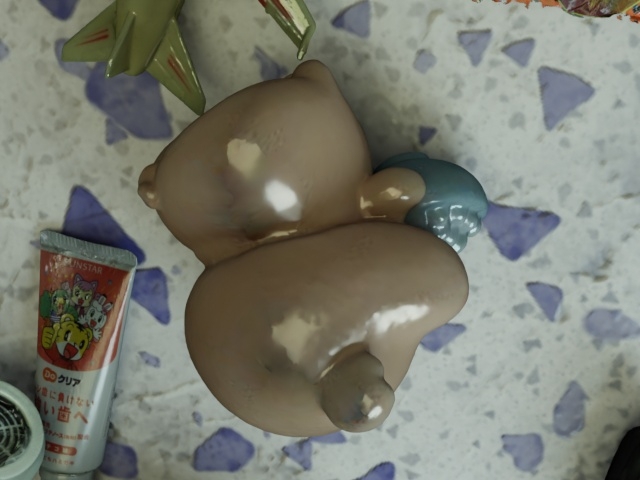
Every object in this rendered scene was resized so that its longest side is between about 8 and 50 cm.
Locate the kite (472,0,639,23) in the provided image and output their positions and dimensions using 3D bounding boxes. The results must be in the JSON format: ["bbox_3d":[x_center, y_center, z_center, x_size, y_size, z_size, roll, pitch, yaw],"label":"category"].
[{"bbox_3d":[0.191,-0.206,0.722,0.222,0.008,0.125,10,108,7],"label":"kite"}]

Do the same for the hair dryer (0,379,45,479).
[{"bbox_3d":[-0.387,0.100,0.885,0.357,0.107,0.173,47,126,5],"label":"hair dryer"}]

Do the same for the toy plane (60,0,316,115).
[{"bbox_3d":[-0.102,-0.219,0.720,0.241,0.104,0.256,23,110,10],"label":"toy plane"}]

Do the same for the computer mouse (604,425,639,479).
[{"bbox_3d":[0.239,0.266,0.800,0.086,0.137,0.270,-8,108,4],"label":"computer mouse"}]

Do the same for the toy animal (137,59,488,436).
[{"bbox_3d":[-0.020,0.004,0.728,0.221,0.210,0.230,35,77,-10],"label":"toy animal"}]

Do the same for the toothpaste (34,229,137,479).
[{"bbox_3d":[-0.201,0.111,0.884,0.089,0.057,0.234,13,103,17],"label":"toothpaste"}]
